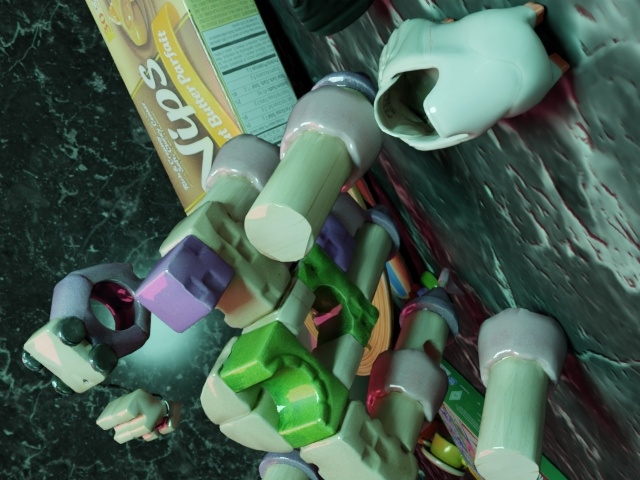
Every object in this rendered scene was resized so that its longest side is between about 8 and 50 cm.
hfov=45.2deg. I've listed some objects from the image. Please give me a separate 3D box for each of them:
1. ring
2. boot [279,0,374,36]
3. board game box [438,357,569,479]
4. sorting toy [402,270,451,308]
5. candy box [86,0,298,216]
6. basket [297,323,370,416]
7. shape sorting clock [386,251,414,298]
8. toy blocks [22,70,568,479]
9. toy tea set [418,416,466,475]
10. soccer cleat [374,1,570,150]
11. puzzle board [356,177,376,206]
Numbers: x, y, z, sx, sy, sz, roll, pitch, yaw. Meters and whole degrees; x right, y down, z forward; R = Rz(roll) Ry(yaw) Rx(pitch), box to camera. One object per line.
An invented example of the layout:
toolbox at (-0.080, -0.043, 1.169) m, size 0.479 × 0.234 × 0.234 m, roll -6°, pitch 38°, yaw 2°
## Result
ring at (0.000, 0.000, 0.922) m, size 0.337 × 0.032 × 0.337 m, roll 50°, pitch 152°, yaw 39°
boot at (-0.065, -0.252, 0.434) m, size 0.207 × 0.094 × 0.246 m, roll 50°, pitch 177°, yaw 27°
board game box at (0.246, 0.301, 0.955) m, size 0.214 × 0.046 × 0.317 m, roll 62°, pitch 172°, yaw -26°
sorting toy at (0.116, 0.074, 0.857) m, size 0.061 × 0.042 × 0.102 m, roll 56°, pitch 173°, yaw 12°
candy box at (-0.136, -0.192, 0.816) m, size 0.182 × 0.087 × 0.317 m, roll -12°, pitch 106°, yaw 54°
basket at (0.034, 0.193, 1.204) m, size 0.204 × 0.154 × 0.227 m, roll -117°, pitch 18°, yaw -74°
shape sorting clock at (0.047, -0.011, 0.961) m, size 0.206 × 0.040 × 0.206 m, roll 46°, pitch 172°, yaw 9°
toy blocks at (-0.002, 0.039, 0.623) m, size 0.288 × 0.308 × 0.260 m, roll 46°, pitch -141°, yaw -18°
toy tea set at (0.157, 0.285, 1.397) m, size 0.200 × 0.124 × 0.336 m, roll 28°, pitch -179°, yaw -23°
soccer cleat at (0.056, -0.084, 0.418) m, size 0.068 × 0.076 × 0.196 m, roll 59°, pitch 173°, yaw -12°
puzzle board at (0.020, -0.100, 0.886) m, size 0.096 × 0.011 × 0.128 m, roll 60°, pitch 173°, yaw -31°
